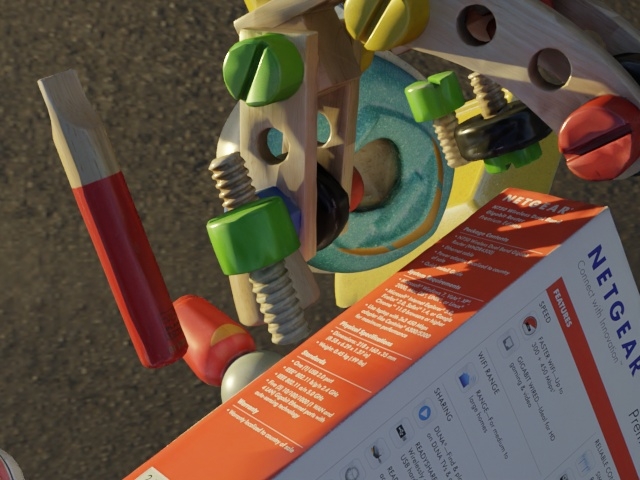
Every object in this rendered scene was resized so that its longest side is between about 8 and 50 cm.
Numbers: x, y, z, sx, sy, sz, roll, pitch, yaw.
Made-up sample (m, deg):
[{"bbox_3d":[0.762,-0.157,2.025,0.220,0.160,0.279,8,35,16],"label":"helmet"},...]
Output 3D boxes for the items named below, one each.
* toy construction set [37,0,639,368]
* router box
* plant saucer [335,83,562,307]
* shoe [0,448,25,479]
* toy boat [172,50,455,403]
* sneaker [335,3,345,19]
[{"bbox_3d":[0.007,-0.108,0.576,0.257,0.309,0.237,-4,110,56],"label":"toy construction set"},{"bbox_3d":[0.082,0.192,0.651,0.082,0.301,0.335,17,137,56],"label":"router box"},{"bbox_3d":[0.170,-0.081,1.628,0.333,0.333,0.081,-18,125,43],"label":"plant saucer"},{"bbox_3d":[-0.394,0.231,1.258,0.178,0.081,0.063,45,104,22],"label":"shoe"},{"bbox_3d":[0.000,0.000,0.967,0.148,0.267,0.318,39,97,35],"label":"toy boat"},{"bbox_3d":[-0.008,-0.294,1.589,0.094,0.091,0.258,-36,57,-1],"label":"sneaker"}]
